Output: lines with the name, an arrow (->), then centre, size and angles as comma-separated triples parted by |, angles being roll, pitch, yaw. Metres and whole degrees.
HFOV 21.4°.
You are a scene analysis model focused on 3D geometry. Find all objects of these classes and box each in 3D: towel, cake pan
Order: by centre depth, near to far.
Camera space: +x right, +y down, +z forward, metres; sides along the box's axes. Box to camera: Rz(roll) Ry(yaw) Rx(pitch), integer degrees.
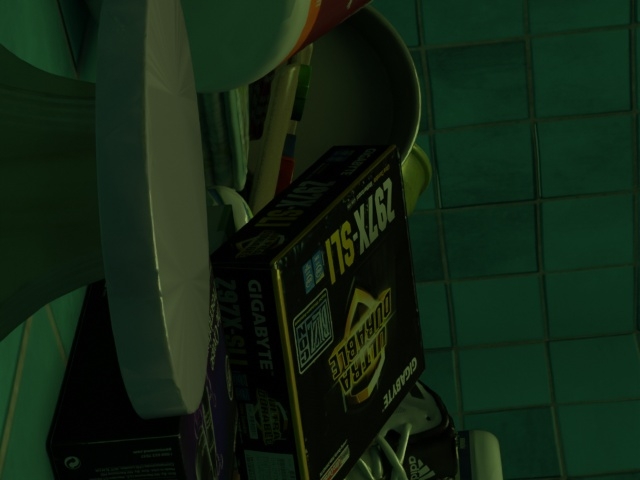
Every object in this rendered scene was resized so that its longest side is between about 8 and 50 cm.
towel -> -0.122, -0.268, 1.807 | 0.374, 0.090, 0.320 | 87, 5, -54
towel -> -0.082, -0.205, 2.029 | 0.144, 0.029, 0.197 | -9, -117, 65
cake pan -> -0.013, -0.183, 2.188 | 0.054, 0.293, 0.293 | 158, -71, -69

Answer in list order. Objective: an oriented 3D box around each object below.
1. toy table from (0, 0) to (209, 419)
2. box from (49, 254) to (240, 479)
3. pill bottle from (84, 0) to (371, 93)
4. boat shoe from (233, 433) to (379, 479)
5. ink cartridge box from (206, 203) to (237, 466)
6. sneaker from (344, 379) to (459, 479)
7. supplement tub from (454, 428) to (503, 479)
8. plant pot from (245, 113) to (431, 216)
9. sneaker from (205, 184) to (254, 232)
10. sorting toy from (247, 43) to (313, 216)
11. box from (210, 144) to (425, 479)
toy table -> -0.153, -0.028, 0.919 | 0.274, 0.161, 0.252 | -91, 173, -46
box -> -0.131, 0.150, 1.346 | 0.261, 0.103, 0.184 | -88, 173, -58
pill bottle -> -0.025, -0.299, 1.522 | 0.392, 0.224, 0.224 | -42, 132, -51
boat shoe -> -0.030, 0.187, 1.756 | 0.307, 0.111, 0.104 | -35, 125, -49
ink cartridge box -> -0.118, 0.091, 1.598 | 0.154, 0.093, 0.212 | -83, 169, -70
sneaker -> 0.018, 0.255, 1.879 | 0.447, 0.257, 0.169 | -71, 156, -59
supplement tub -> 0.069, 0.361, 2.096 | 0.235, 0.325, 0.235 | -5, 90, -85
plant pot -> 0.000, 0.000, 2.316 | 0.276, 0.276, 0.254 | 75, 23, -63
sneaker -> -0.106, 0.061, 1.782 | 0.126, 0.091, 0.240 | -9, 94, -85
sorting toy -> -0.031, -0.168, 1.976 | 0.229, 0.041, 0.307 | -75, 177, -73
box -> 0.005, 0.078, 1.619 | 0.322, 0.079, 0.257 | -44, 129, -59
